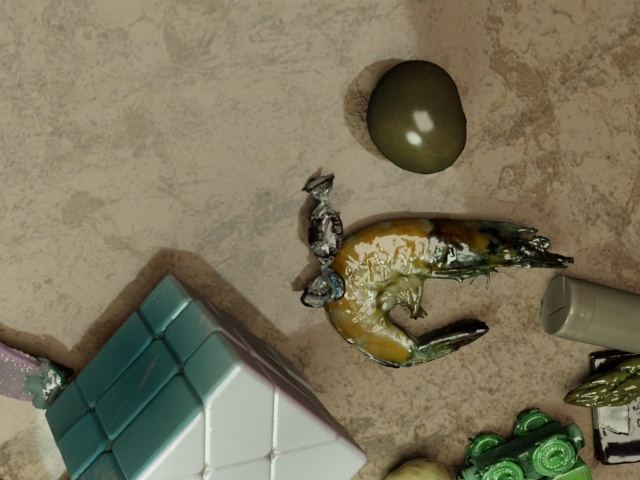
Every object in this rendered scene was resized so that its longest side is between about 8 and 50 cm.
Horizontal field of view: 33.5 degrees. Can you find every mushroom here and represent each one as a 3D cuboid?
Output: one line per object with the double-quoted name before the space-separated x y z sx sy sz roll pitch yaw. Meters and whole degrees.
"mushroom" 0.176 0.456 1.891 0.148 0.112 0.148 -1 100 -8

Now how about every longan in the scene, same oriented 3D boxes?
"longan" 0.158 -0.200 1.736 0.189 0.189 0.189 -2 101 -11

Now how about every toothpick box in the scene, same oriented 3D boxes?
"toothpick box" 0.496 0.133 1.892 0.181 0.111 0.111 13 98 -14

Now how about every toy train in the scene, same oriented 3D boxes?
"toy train" 0.373 0.427 1.918 0.243 0.132 0.188 -24 109 -3

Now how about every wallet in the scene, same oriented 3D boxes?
"wallet" 0.635 0.298 1.977 0.262 0.071 0.220 -7 103 -3

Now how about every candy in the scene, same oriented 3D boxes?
"candy" 0.000 0.000 1.774 0.094 0.051 0.226 4 93 30

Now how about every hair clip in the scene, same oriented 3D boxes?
"hair clip" -0.559 0.170 1.715 0.359 0.110 0.095 28 54 -11

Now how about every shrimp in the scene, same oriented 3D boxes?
"shrimp" 0.226 0.085 1.846 0.445 0.085 0.272 -7 105 -6

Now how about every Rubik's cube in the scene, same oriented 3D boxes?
"Rubik's cube" -0.183 0.302 1.647 0.322 0.316 0.319 -47 125 1

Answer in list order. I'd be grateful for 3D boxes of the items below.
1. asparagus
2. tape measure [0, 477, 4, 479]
"asparagus" 0.574 0.246 1.905 0.287 0.080 0.080 -18 104 5
"tape measure" -0.632 0.456 1.741 0.196 0.105 0.178 16 104 -12
